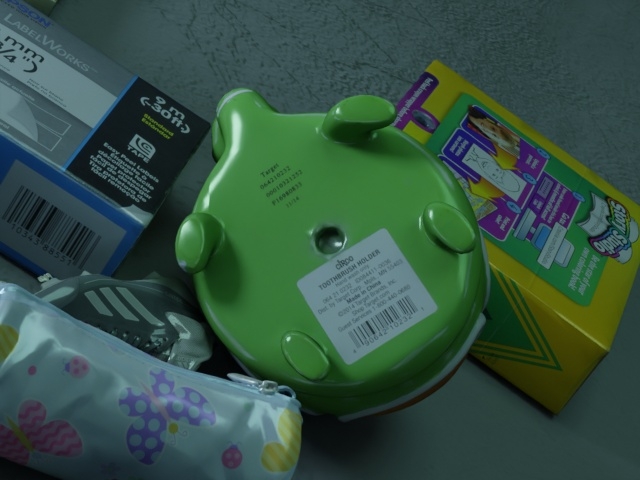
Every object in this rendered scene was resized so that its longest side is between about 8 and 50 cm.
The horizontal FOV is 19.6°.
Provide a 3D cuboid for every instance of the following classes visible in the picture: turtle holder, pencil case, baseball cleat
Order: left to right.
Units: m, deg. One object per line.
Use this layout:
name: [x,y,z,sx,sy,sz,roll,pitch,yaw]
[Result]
pencil case: [-0.148,0.125,1.346,0.273,0.124,0.113,22,30,-21]
baseball cleat: [-0.156,0.075,1.471,0.206,0.072,0.109,-10,54,-51]
turtle holder: [-0.005,0.018,1.580,0.320,0.243,0.227,25,-15,20]

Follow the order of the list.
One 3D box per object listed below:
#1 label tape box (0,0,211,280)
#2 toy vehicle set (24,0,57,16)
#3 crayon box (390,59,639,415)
label tape box: [-0.233,-0.112,1.643,0.241,0.106,0.333,33,28,-5]
toy vehicle set: [-0.329,-0.329,1.954,0.166,0.035,0.267,30,28,-10]
crayon box: [0.179,-0.015,1.946,0.313,0.106,0.363,37,28,1]
